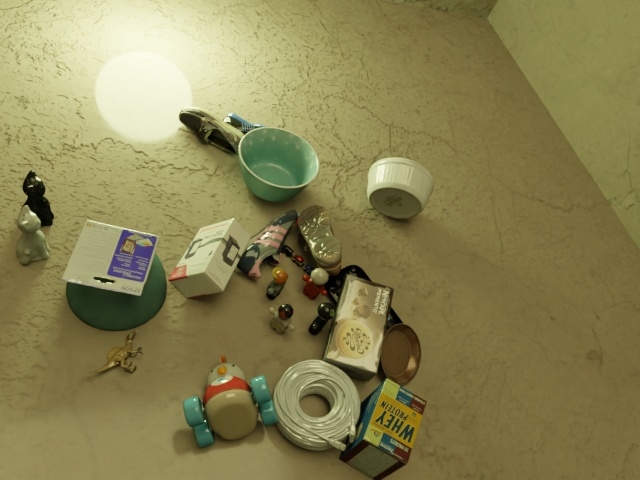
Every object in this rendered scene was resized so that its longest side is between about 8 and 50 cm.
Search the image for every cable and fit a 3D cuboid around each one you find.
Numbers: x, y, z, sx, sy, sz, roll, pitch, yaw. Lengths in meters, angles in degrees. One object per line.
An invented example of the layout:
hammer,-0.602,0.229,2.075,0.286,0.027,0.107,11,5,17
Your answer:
cable,-0.011,0.480,1.566,0.257,0.089,0.257,15,47,4

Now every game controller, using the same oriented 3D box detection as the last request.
game controller,0.150,0.231,1.856,0.167,0.067,0.319,-22,64,-33

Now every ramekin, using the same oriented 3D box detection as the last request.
ramekin,0.310,-0.196,2.128,0.273,0.273,0.127,20,62,-6

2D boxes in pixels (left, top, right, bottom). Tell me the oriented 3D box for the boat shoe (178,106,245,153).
boat shoe,-0.434,-0.433,2.110,0.285,0.102,0.092,28,44,-7

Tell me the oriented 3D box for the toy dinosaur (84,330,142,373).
toy dinosaur,-0.568,0.338,1.511,0.093,0.053,0.183,22,40,15

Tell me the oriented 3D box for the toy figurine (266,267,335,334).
toy figurine,-0.068,0.195,1.743,0.210,0.148,0.212,5,53,-18

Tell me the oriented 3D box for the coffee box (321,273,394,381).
coffee box,0.121,0.280,1.729,0.168,0.118,0.297,18,61,0

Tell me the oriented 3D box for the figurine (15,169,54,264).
figurine,-0.858,-0.067,1.589,0.093,0.209,0.214,2,54,-21

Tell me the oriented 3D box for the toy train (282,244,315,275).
toy train,-0.076,0.070,1.908,0.158,0.036,0.027,40,50,11

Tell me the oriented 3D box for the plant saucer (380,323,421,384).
plant saucer,0.256,0.373,1.762,0.199,0.036,0.198,6,81,-39

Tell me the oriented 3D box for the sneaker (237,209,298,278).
sneaker,-0.168,0.015,1.879,0.131,0.112,0.319,46,58,3

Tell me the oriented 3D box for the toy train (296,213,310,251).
toy train,-0.034,-0.025,1.996,0.125,0.046,0.166,-9,61,-13

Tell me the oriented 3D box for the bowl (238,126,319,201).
bowl,-0.174,-0.269,2.046,0.312,0.163,0.311,11,52,-14

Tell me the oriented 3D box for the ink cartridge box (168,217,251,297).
ink cartridge box,-0.350,0.056,1.710,0.100,0.172,0.237,53,41,-31

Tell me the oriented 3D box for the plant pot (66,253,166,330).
plant pot,-0.596,0.094,1.580,0.291,0.195,0.290,11,51,-14

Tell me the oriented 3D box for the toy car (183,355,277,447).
toy car,-0.261,0.406,1.484,0.220,0.210,0.237,-17,42,-9

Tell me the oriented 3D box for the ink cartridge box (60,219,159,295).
ink cartridge box,-0.569,0.054,1.460,0.207,0.045,0.208,14,50,-12

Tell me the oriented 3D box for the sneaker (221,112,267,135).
sneaker,-0.300,-0.439,2.186,0.233,0.081,0.090,23,52,5

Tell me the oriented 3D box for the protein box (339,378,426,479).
protein box,0.178,0.546,1.537,0.136,0.201,0.199,30,49,2

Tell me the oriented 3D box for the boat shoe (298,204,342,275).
boat shoe,0.000,0.000,1.895,0.123,0.116,0.324,-17,42,1
